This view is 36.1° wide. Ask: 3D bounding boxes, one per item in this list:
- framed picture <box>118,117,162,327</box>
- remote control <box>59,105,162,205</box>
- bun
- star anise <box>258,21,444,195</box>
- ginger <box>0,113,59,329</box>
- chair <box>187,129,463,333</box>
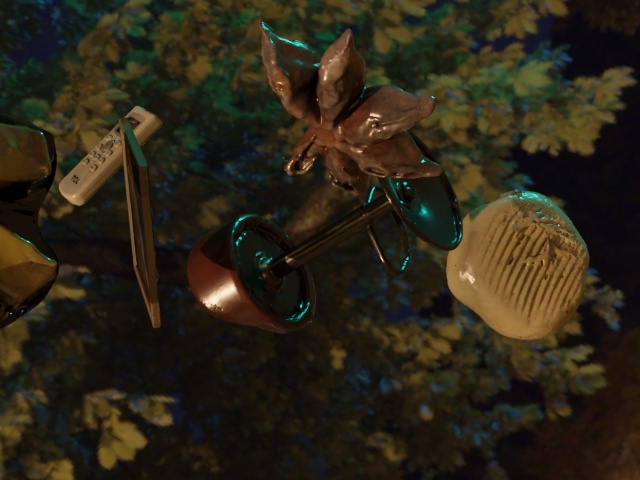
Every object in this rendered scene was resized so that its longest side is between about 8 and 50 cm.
[{"bbox_3d":[-0.254,-0.026,1.387,0.016,0.184,0.250,-9,-59,-16],"label":"framed picture"},{"bbox_3d":[-0.335,-0.134,1.552,0.190,0.087,0.029,-47,-56,-7],"label":"remote control"},{"bbox_3d":[0.360,0.044,1.799,0.273,0.273,0.168,-56,2,-17],"label":"bun"},{"bbox_3d":[0.025,-0.106,0.890,0.208,0.172,0.063,81,-148,-51],"label":"star anise"},{"bbox_3d":[-0.480,0.008,1.012,0.211,0.414,0.358,-138,40,-81],"label":"ginger"},{"bbox_3d":[0.000,0.000,1.560,0.401,0.226,0.226,-30,-9,29],"label":"chair"}]
